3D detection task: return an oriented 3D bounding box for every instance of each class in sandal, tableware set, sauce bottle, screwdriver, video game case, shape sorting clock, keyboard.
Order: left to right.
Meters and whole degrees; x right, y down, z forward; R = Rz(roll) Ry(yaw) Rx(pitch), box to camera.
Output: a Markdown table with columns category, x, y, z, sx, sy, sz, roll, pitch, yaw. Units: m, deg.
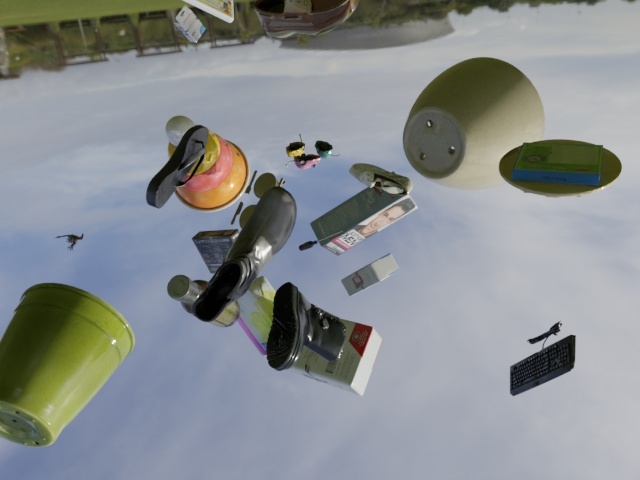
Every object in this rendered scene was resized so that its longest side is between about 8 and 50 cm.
| category | x | y | z | sx | sy | sz | roll | pitch | yaw |
| --- | --- | --- | --- | --- | --- | --- | --- | --- | --- |
| sandal | -0.311 | -0.164 | 1.247 | 0.054 | 0.097 | 0.255 | 19 | -127 | 5 |
| video game case | -0.373 | -0.806 | 1.692 | 0.226 | 0.207 | 0.026 | 12 | 153 | -40 |
| sauce bottle | -0.344 | 0.179 | 1.630 | 0.111 | 0.112 | 0.344 | -2 | 160 | 11 |
| tableware set | -0.182 | -0.113 | 1.665 | 0.128 | 0.194 | 0.039 | 20 | 174 | 35 |
| screwdriver | 0.000 | 0.000 | 1.702 | 0.169 | 0.024 | 0.025 | -21 | -158 | 35 |
| keyboard | 0.719 | 0.378 | 1.786 | 0.033 | 0.317 | 0.202 | 25 | -126 | -6 |
| shape sorting clock | 0.433 | -0.134 | 0.998 | 0.206 | 0.040 | 0.206 | -7 | -149 | 4 |

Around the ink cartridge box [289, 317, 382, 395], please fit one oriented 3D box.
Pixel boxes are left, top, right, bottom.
| category | x | y | z | sx | sy | sz | roll | pitch | yaw |
| --- | --- | --- | --- | --- | --- | --- | --- | --- | --- |
| ink cartridge box | 0.032 | 0.355 | 1.755 | 0.272 | 0.114 | 0.197 | 10 | -116 | 31 |

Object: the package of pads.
| category | x | y | z | sx | sy | sz | roll | pitch | yaw |
| --- | --- | --- | --- | --- | --- | --- | --- | --- | --- |
| package of pads | -0.216 | 0.292 | 2.076 | 0.101 | 0.297 | 0.229 | -41 | -171 | -40 |

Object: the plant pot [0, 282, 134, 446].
| category | x | y | z | sx | sy | sz | roll | pitch | yaw |
| --- | --- | --- | --- | --- | --- | --- | --- | --- | --- |
| plant pot | -0.784 | 0.373 | 1.565 | 0.366 | 0.367 | 0.353 | 0 | -140 | 14 |

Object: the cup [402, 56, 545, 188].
| category | x | y | z | sx | sy | sz | roll | pitch | yaw |
| --- | --- | --- | --- | --- | --- | --- | --- | --- | --- |
| cup | 0.333 | -0.260 | 1.325 | 0.331 | 0.332 | 0.236 | 14 | -151 | 41 |

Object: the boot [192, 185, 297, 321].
| category | x | y | z | sx | sy | sz | roll | pitch | yaw |
| --- | --- | --- | --- | --- | --- | --- | --- | --- | --- |
| boot | -0.170 | 0.035 | 1.306 | 0.118 | 0.338 | 0.223 | 28 | -168 | 1 |

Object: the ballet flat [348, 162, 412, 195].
| category | x | y | z | sx | sy | sz | roll | pitch | yaw |
| --- | --- | --- | --- | --- | --- | --- | --- | --- | --- |
| ballet flat | 0.149 | -0.152 | 1.371 | 0.168 | 0.057 | 0.052 | 15 | -133 | 9 |

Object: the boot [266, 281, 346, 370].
| category | x | y | z | sx | sy | sz | roll | pitch | yaw |
| --- | --- | --- | --- | --- | --- | --- | --- | --- | --- |
| boot | -0.023 | 0.238 | 1.307 | 0.094 | 0.207 | 0.247 | -35 | -148 | 26 |

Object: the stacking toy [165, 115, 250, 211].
| category | x | y | z | sx | sy | sz | roll | pitch | yaw |
| --- | --- | --- | --- | --- | --- | --- | --- | --- | --- |
| stacking toy | -0.495 | -0.346 | 2.201 | 0.350 | 0.351 | 0.480 | -5 | 163 | 3 |

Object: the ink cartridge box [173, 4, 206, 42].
| category | x | y | z | sx | sy | sz | roll | pitch | yaw |
| --- | --- | --- | --- | --- | --- | --- | --- | --- | --- |
| ink cartridge box | -0.333 | -0.546 | 1.373 | 0.028 | 0.083 | 0.048 | 23 | -103 | 35 |

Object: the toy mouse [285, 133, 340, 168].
| category | x | y | z | sx | sy | sz | roll | pitch | yaw |
| --- | --- | --- | --- | --- | --- | --- | --- | --- | --- |
| toy mouse | -0.017 | -0.201 | 1.304 | 0.143 | 0.031 | 0.161 | 11 | -143 | 20 |

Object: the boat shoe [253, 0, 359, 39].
| category | x | y | z | sx | sy | sz | roll | pitch | yaw |
| --- | --- | --- | --- | --- | --- | --- | --- | --- | --- |
| boat shoe | -0.051 | -0.627 | 1.464 | 0.323 | 0.120 | 0.123 | 1 | -113 | 37 |

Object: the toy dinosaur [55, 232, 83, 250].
| category | x | y | z | sx | sy | sz | roll | pitch | yaw |
| --- | --- | --- | --- | --- | --- | --- | --- | --- | --- |
| toy dinosaur | -0.672 | -0.001 | 1.491 | 0.090 | 0.047 | 0.082 | -18 | -156 | -2 |

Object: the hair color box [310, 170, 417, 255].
| category | x | y | z | sx | sy | sz | roll | pitch | yaw |
| --- | --- | --- | --- | --- | --- | --- | --- | --- | --- |
| hair color box | 0.168 | -0.095 | 2.087 | 0.374 | 0.114 | 0.185 | -32 | 158 | 13 |

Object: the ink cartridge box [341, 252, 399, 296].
| category | x | y | z | sx | sy | sz | roll | pitch | yaw |
| --- | --- | --- | --- | --- | --- | --- | --- | --- | --- |
| ink cartridge box | 0.124 | 0.087 | 1.380 | 0.088 | 0.052 | 0.122 | -24 | 175 | -43 |

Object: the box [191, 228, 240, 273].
| category | x | y | z | sx | sy | sz | roll | pitch | yaw |
| --- | --- | --- | --- | --- | --- | --- | --- | --- | --- |
| box | -0.391 | 0.047 | 2.211 | 0.230 | 0.183 | 0.056 | -3 | -148 | 38 |
